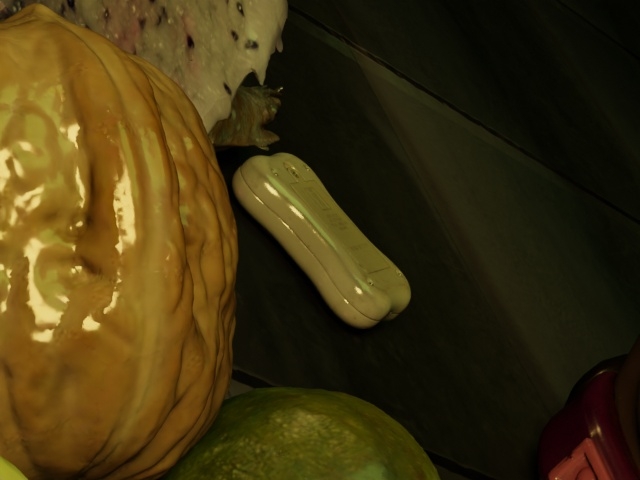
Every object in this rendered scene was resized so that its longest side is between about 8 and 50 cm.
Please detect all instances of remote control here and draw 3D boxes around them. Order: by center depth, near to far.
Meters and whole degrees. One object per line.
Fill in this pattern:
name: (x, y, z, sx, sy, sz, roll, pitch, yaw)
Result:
remote control: (0.000, 0.000, 1.139, 0.122, 0.032, 0.074, 49, 19, 12)

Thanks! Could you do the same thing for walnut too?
walnut: (-0.103, 0.004, 0.719, 0.155, 0.155, 0.184, 4, 80, -62)

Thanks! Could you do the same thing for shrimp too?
shrimp: (-0.093, -0.092, 1.124, 0.126, 0.047, 0.223, 42, 19, 21)

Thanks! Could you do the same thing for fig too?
fig: (-0.023, 0.102, 0.778, 0.123, 0.123, 0.156, 22, 19, -48)

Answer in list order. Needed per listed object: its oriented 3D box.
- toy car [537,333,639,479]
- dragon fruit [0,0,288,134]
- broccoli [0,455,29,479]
toy car: (0.307, 0.149, 1.155, 0.341, 0.240, 0.271, 26, 30, -37)
dragon fruit: (-0.168, -0.139, 0.861, 0.283, 0.204, 0.221, 56, 36, -42)
broccoli: (-0.146, 0.133, 0.316, 0.288, 0.260, 0.235, 39, -17, -27)
